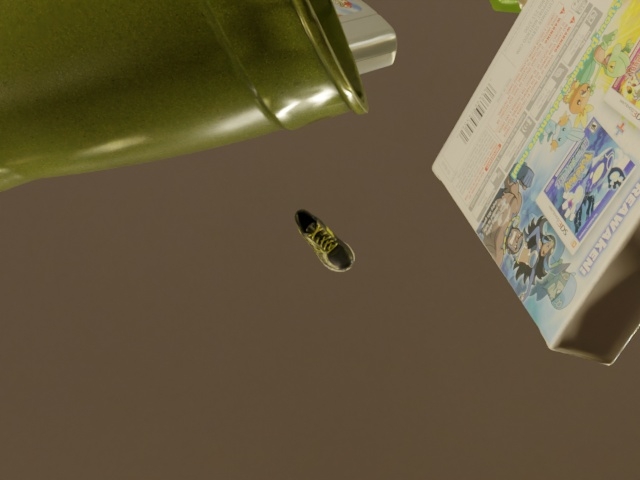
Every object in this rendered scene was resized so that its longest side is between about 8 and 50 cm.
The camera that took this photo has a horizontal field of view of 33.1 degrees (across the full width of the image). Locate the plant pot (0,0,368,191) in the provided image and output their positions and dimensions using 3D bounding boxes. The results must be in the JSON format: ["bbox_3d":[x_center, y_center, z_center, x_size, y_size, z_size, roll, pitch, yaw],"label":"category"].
[{"bbox_3d":[-0.189,-0.216,0.957,0.353,0.366,0.366,-22,-52,9],"label":"plant pot"}]

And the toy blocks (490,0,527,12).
[{"bbox_3d":[0.461,-0.404,1.504,0.261,0.381,0.191,-62,-38,-18],"label":"toy blocks"}]

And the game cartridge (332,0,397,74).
[{"bbox_3d":[-0.044,-0.312,1.488,0.198,0.297,0.062,-26,-41,-33],"label":"game cartridge"}]

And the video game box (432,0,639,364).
[{"bbox_3d":[0.150,-0.072,0.557,0.048,0.187,0.205,18,-64,-22],"label":"video game box"}]

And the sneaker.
[{"bbox_3d":[0.000,0.000,1.074,0.031,0.083,0.035,-47,-30,0],"label":"sneaker"}]
